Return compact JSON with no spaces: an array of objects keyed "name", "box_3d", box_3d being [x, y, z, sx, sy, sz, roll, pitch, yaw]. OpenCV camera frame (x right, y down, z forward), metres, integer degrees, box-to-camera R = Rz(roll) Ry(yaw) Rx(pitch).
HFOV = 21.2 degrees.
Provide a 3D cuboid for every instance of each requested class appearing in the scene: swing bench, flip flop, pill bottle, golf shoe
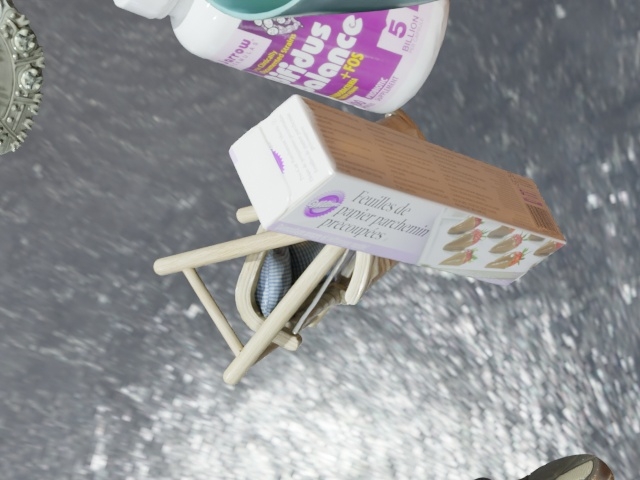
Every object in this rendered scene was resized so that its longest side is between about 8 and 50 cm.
[{"name":"swing bench","box_3d":[0.000,0.000,1.858,0.255,0.253,0.165,-33,90,25]},{"name":"flip flop","box_3d":[0.163,0.253,1.467,0.080,0.277,0.112,49,52,-7]},{"name":"pill bottle","box_3d":[-0.041,-0.241,1.666,0.302,0.169,0.169,15,80,-22]},{"name":"golf shoe","box_3d":[-0.241,-0.145,1.192,0.069,0.086,0.176,-7,93,-32]}]

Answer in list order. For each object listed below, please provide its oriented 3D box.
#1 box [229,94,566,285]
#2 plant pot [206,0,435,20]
[{"name":"box","box_3d":[0.064,-0.027,1.180,0.063,0.324,0.067,-38,64,24]},{"name":"plant pot","box_3d":[0.050,-0.302,1.248,0.293,0.235,0.293,3,94,54]}]
